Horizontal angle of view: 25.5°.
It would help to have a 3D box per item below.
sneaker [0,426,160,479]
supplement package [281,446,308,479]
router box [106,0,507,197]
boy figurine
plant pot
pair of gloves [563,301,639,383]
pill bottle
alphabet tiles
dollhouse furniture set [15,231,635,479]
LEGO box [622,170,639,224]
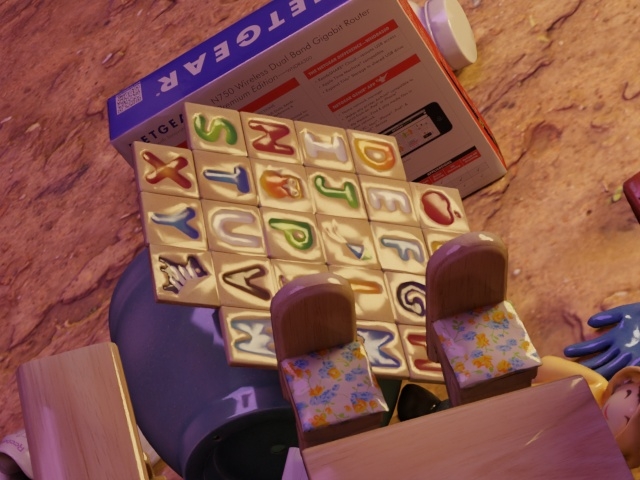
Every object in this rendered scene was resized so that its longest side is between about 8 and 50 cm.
[{"bbox_3d":[-0.258,0.223,1.522,0.114,0.152,0.305,-3,48,40],"label":"sneaker"},{"bbox_3d":[0.057,0.296,1.136,0.203,0.149,0.194,6,51,10],"label":"supplement package"},{"bbox_3d":[-0.010,-0.113,1.543,0.335,0.301,0.082,-28,39,12],"label":"router box"},{"bbox_3d":[0.194,0.174,1.241,0.285,0.092,0.177,-11,44,42],"label":"boy figurine"},{"bbox_3d":[-0.049,0.139,1.331,0.293,0.293,0.196,-27,42,14],"label":"plant pot"},{"bbox_3d":[0.310,0.117,1.276,0.159,0.023,0.198,-30,37,11],"label":"pair of gloves"},{"bbox_3d":[0.075,-0.221,1.733,0.216,0.121,0.121,-20,41,22],"label":"pill bottle"},{"bbox_3d":[0.000,0.000,1.279,0.011,0.342,0.285,-54,38,43],"label":"alphabet tiles"},{"bbox_3d":[0.021,0.172,0.976,0.394,0.256,0.362,-14,51,-7],"label":"dollhouse furniture set"},{"bbox_3d":[0.496,0.080,0.936,0.372,0.193,0.500,-33,51,8],"label":"LEGO box"}]
